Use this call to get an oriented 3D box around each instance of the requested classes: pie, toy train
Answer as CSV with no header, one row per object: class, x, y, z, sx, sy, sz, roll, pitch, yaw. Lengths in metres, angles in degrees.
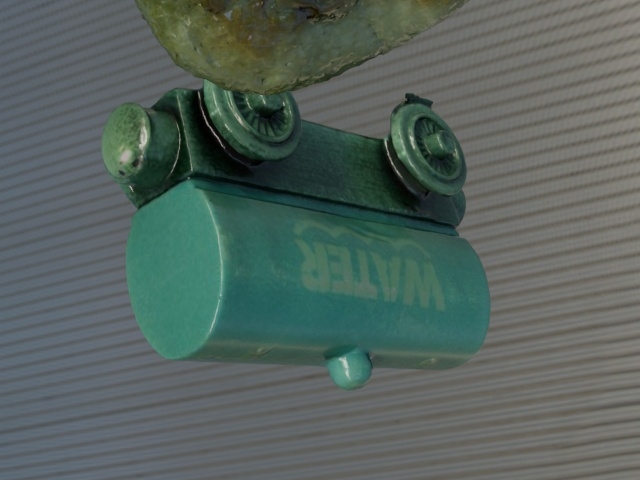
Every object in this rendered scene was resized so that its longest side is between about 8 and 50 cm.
pie,0.008,-0.135,0.402,0.187,0.187,0.041,-52,49,11
toy train,0.000,0.000,0.578,0.101,0.248,0.159,-27,67,38
